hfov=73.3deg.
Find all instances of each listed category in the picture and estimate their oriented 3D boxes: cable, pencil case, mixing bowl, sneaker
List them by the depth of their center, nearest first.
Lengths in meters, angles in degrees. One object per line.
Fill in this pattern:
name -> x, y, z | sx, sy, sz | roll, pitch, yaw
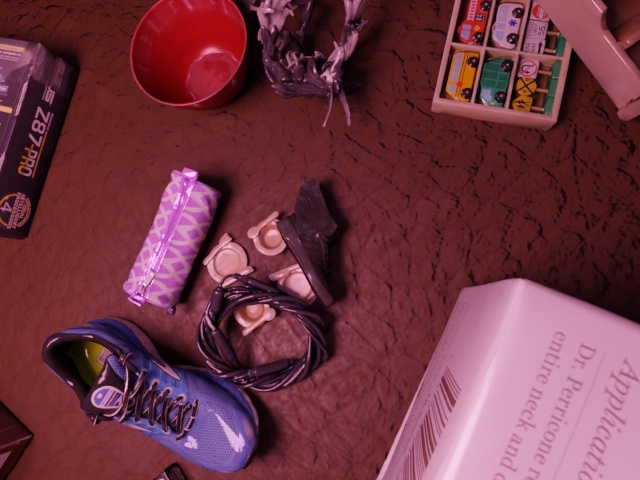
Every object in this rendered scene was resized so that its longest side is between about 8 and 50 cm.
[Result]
sneaker -> -0.236, 0.215, 0.577 | 0.329, 0.147, 0.130 | 24, 87, 12
cable -> -0.079, 0.138, 0.592 | 0.184, 0.047, 0.151 | 25, 90, -1
sneaker -> 0.000, 0.001, 0.607 | 0.089, 0.051, 0.170 | -30, 78, -9
pencil case -> -0.220, -0.001, 0.635 | 0.086, 0.088, 0.206 | 19, 85, 11
mixing bowl -> -0.182, -0.272, 0.662 | 0.181, 0.098, 0.182 | -2, 81, 11

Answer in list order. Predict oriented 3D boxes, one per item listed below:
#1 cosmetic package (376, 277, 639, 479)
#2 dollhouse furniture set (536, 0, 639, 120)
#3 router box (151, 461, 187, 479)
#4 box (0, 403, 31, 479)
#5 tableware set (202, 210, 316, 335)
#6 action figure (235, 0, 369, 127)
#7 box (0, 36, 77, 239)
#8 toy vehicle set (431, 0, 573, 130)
cosmetic package -> 0.267, 0.265, 0.384 | 0.393, 0.327, 0.330 | 25, 87, 14
dollhouse furniture set -> 0.396, -0.322, 0.385 | 0.362, 0.394, 0.257 | -35, 86, -4
router box -> -0.212, 0.395, 0.601 | 0.092, 0.038, 0.122 | -41, 77, 2
box -> -0.651, 0.243, 0.629 | 0.381, 0.191, 0.143 | 33, 89, 12
tableware set -> -0.088, 0.049, 0.638 | 0.141, 0.020, 0.169 | -33, 77, 4
action figure -> -0.024, -0.298, 0.608 | 0.164, 0.141, 0.276 | -19, 69, -31
box -> -0.655, -0.199, 0.742 | 0.394, 0.097, 0.319 | 12, 86, 12
toy vehicle set -> 0.270, -0.301, 0.614 | 0.165, 0.035, 0.267 | 12, 84, 12
